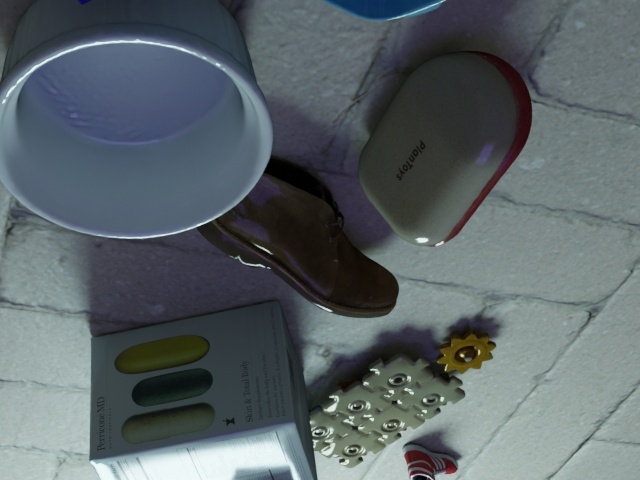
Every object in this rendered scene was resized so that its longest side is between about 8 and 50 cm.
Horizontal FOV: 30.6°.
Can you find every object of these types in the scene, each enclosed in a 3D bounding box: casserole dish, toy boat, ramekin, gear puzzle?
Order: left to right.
[{"bbox_3d":[-0.191,-0.140,1.184,0.277,0.135,0.277,-5,139,-4],"label":"ramekin"},{"bbox_3d":[0.048,-0.260,1.121,0.114,0.037,0.188,-13,163,38],"label":"casserole dish"},{"bbox_3d":[0.109,0.218,1.731,0.339,0.044,0.175,-37,131,25],"label":"gear puzzle"},{"bbox_3d":[0.157,-0.108,1.310,0.151,0.151,0.231,-17,151,-41],"label":"toy boat"}]

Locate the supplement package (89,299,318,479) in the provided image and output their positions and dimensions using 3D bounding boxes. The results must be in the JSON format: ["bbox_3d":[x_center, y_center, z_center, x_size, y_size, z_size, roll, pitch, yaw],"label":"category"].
[{"bbox_3d":[-0.155,0.237,1.575,0.263,0.199,0.198,-11,139,3],"label":"supplement package"}]

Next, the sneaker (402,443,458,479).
[{"bbox_3d":[0.182,0.377,1.901,0.118,0.067,0.042,25,129,-33],"label":"sneaker"}]

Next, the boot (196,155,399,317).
[{"bbox_3d":[0.000,0.000,1.413,0.305,0.112,0.115,28,116,-33],"label":"boot"}]

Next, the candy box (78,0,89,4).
[{"bbox_3d":[-0.149,-0.377,0.930,0.317,0.122,0.268,-25,138,16],"label":"candy box"}]
